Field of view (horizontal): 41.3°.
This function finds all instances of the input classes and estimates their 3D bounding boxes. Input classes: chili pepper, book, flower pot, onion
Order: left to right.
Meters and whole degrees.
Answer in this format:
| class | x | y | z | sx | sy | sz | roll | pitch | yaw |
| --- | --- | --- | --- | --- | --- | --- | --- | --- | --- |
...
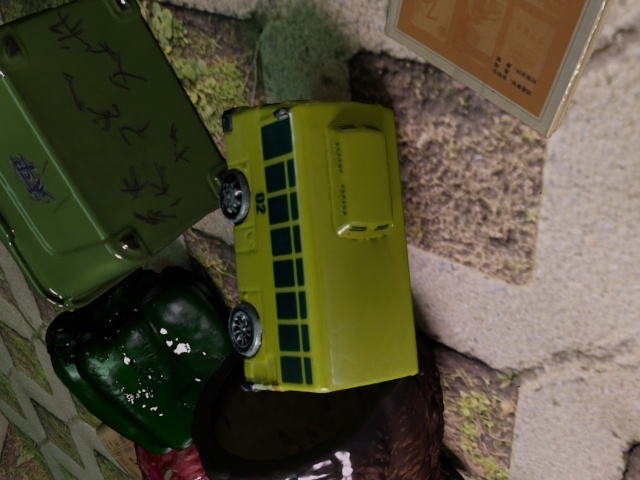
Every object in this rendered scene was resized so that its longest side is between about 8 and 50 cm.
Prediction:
| class | x | y | z | sx | sy | sz | roll | pitch | yaw |
| --- | --- | --- | --- | --- | --- | --- | --- | --- | --- |
| chili pepper | -0.244 | 0.172 | 1.234 | 0.248 | 0.233 | 0.256 | -1 | 126 | 57 |
| onion | -0.203 | 0.375 | 1.410 | 0.246 | 0.190 | 0.246 | 55 | 159 | 33 |
| flower pot | 0.034 | 0.239 | 0.935 | 0.267 | 0.266 | 0.267 | 7 | 137 | 48 |
| book | 0.131 | -0.206 | 0.589 | 0.170 | 0.018 | 0.241 | 39 | 145 | 23 |

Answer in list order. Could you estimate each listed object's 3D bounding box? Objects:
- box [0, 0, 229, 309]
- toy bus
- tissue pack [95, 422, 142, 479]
| class | x | y | z | sx | sy | sz | roll | pitch | yaw |
| --- | --- | --- | --- | --- | --- | --- | --- | --- | --- |
| box | -0.263 | -0.114 | 0.978 | 0.178 | 0.253 | 0.328 | -14 | 111 | 41 |
| toy bus | 0.000 | 0.000 | 0.765 | 0.150 | 0.128 | 0.262 | -7 | 87 | 52 |
| tissue pack | -0.359 | 0.420 | 1.738 | 0.186 | 0.090 | 0.222 | 50 | 149 | 0 |
